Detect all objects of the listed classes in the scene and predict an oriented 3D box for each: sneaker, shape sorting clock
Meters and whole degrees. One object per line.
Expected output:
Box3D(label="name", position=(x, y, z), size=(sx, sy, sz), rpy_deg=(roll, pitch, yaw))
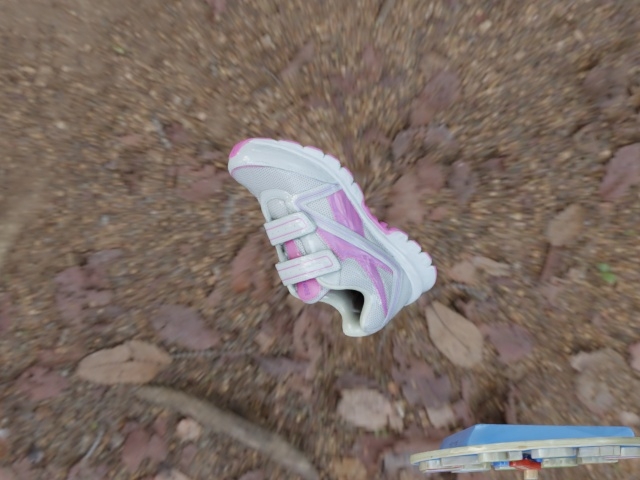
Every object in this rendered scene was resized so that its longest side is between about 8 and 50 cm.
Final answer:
Box3D(label="sneaker", position=(0.000, 0.000, 1.577), size=(0.252, 0.103, 0.111), rpy_deg=(42, 61, -12))
Box3D(label="shape sorting clock", position=(0.179, 0.183, 1.340), size=(0.206, 0.206, 0.040), rpy_deg=(0, 78, 1))
